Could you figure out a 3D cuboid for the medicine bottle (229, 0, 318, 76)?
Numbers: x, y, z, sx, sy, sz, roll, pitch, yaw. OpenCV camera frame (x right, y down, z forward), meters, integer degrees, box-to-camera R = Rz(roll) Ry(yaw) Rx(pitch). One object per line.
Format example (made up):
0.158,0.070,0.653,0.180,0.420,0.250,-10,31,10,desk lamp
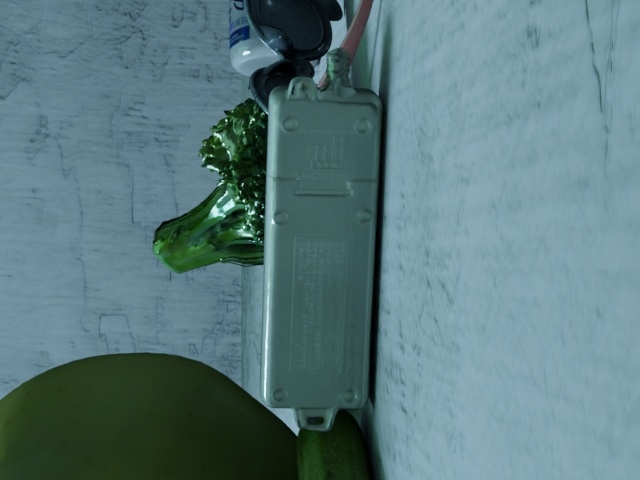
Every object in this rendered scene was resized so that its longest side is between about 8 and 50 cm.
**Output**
-0.057,-0.297,1.708,0.107,0.107,0.191,116,153,-76,medicine bottle

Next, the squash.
0.015,0.227,1.234,0.239,0.069,0.069,-100,12,-59,squash

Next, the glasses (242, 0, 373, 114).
0.025,-0.246,1.315,0.234,0.118,0.268,-93,27,-42,glasses

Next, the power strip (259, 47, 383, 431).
0.000,0.000,1.236,0.058,0.098,0.338,-100,12,-74,power strip

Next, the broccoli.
-0.075,-0.033,1.367,0.194,0.194,0.219,99,160,-53,broccoli

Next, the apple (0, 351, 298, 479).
-0.210,0.343,1.466,0.473,0.474,0.473,180,90,-84,apple
